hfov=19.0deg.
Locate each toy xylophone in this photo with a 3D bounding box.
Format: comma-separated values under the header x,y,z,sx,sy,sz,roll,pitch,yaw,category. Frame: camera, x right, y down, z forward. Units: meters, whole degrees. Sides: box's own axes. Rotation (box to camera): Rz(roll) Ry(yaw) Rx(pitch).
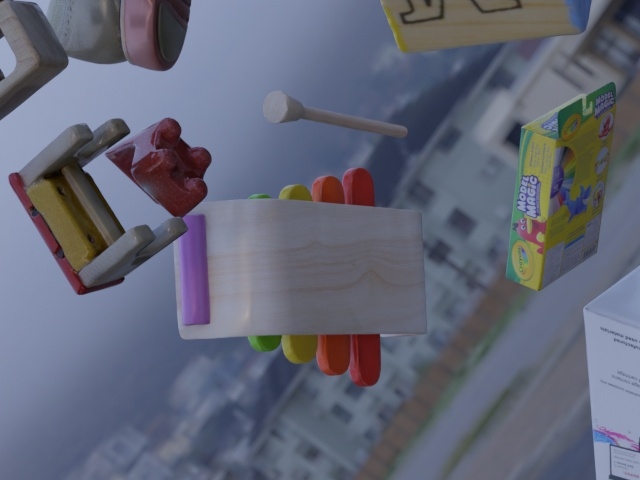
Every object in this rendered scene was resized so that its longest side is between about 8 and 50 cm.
x,y,z,sx,sy,sz,roll,pitch,yaw,category
0.000,0.000,1.698,0.323,0.081,0.236,17,-108,-52,toy xylophone

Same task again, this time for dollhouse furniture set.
x,y,z,sx,sy,sz,roll,pitch,yaw,category
-0.233,-0.127,1.440,0.152,0.374,0.201,-34,-7,24,dollhouse furniture set

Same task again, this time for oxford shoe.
x,y,z,sx,sy,sz,roll,pitch,yaw,category
-0.196,-0.361,1.792,0.140,0.147,0.397,20,-106,-75,oxford shoe

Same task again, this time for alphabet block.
x,y,z,sx,sy,sz,roll,pitch,yaw,category
0.161,-0.322,1.914,0.192,0.197,0.193,-75,-29,-43,alphabet block

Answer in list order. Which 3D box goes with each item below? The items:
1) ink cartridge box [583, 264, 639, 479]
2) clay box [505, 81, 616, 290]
x,y,z,sx,sy,sz,roll,pitch,yaw,category
0.359,0.150,1.802,0.201,0.117,0.278,-32,-53,-36,ink cartridge box
0.271,-0.068,2.141,0.127,0.053,0.222,-29,-49,-45,clay box
